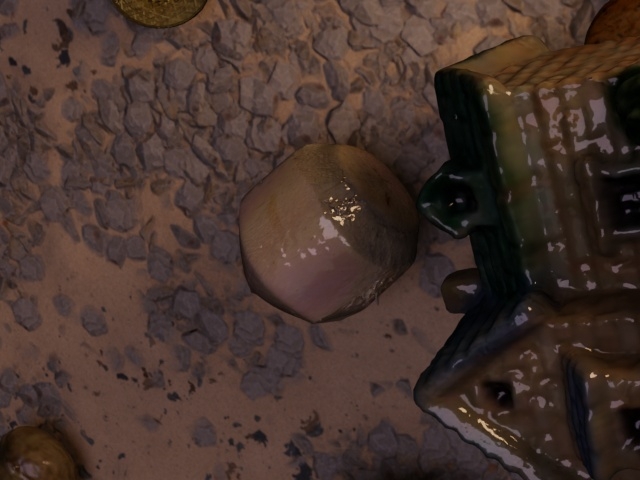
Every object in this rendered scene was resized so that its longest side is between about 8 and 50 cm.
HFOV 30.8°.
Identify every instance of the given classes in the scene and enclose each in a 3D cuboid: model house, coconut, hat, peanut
[{"bbox_3d":[0.271,0.023,1.204,0.400,0.395,0.445,-2,111,29],"label":"model house"},{"bbox_3d":[0.000,0.000,1.443,0.224,0.224,0.234,43,113,8],"label":"coconut"},{"bbox_3d":[-0.216,-0.343,1.525,0.146,0.067,0.146,1,87,-12],"label":"hat"},{"bbox_3d":[-0.453,0.370,1.835,0.140,0.109,0.159,41,132,21],"label":"peanut"}]

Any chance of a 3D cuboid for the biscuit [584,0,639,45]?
[{"bbox_3d":[0.381,-0.200,1.268,0.188,0.027,0.188,14,134,15],"label":"biscuit"}]
